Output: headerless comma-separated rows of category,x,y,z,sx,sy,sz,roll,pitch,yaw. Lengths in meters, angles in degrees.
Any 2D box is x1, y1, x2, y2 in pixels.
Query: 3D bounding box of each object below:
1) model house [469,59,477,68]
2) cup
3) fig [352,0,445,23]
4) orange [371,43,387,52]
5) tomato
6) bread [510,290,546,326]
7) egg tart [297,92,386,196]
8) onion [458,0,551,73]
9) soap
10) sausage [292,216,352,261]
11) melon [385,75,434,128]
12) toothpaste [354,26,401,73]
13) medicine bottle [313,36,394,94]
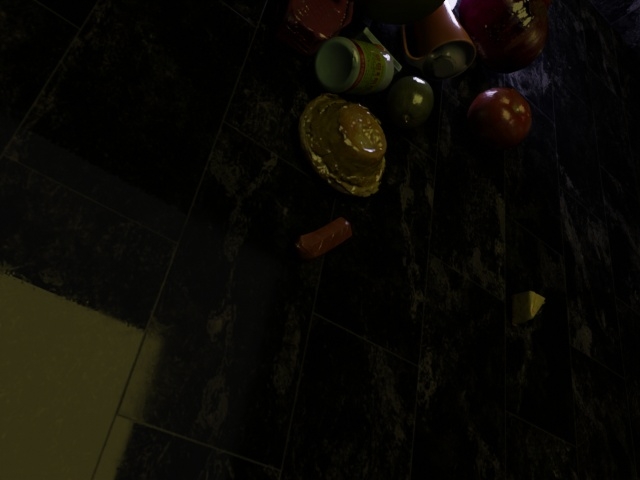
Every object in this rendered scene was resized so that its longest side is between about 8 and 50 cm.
model house,0.520,-0.653,2.094,0.083,0.057,0.058,-8,47,-23
cup,0.366,-0.660,1.902,0.226,0.182,0.264,-8,65,-10
fig,0.233,-0.802,1.746,0.343,0.343,0.343,19,59,-33
orange,0.159,-0.530,1.700,0.083,0.083,0.083,19,59,-33
tomato,0.582,-0.397,1.925,0.208,0.184,0.208,9,72,-28
bread,0.623,0.211,1.737,0.080,0.084,0.109,29,53,-25
egg tart,0.076,-0.251,1.470,0.295,0.116,0.294,20,57,-35
onion,0.691,-0.796,2.076,0.348,0.385,0.348,53,7,-9
soap,-0.025,-0.598,1.556,0.182,0.112,0.289,48,47,-5
sausage,0.000,0.001,1.319,0.169,0.065,0.065,-29,90,-44
melon,0.256,-0.395,1.675,0.139,0.139,0.192,39,44,-20
toothpaste,0.174,-0.562,1.751,0.164,0.046,0.034,42,50,-17
medicine bottle,0.093,-0.459,1.551,0.225,0.139,0.139,-17,81,-56
